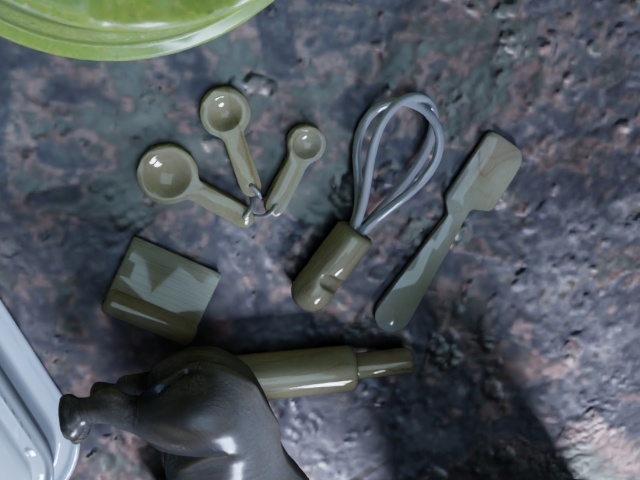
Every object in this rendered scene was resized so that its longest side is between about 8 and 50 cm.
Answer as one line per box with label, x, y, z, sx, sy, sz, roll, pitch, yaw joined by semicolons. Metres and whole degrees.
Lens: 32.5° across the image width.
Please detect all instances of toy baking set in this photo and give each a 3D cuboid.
toy baking set;-0.002;0.007;0.663;0.256;0.030;0.196;0;109;-12

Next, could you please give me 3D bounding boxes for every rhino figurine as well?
rhino figurine;-0.055;0.155;0.667;0.106;0.073;0.243;-15;128;13

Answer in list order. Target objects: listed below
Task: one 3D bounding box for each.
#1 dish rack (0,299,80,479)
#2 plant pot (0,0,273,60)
dish rack;-0.320;0.081;0.601;0.286;0.072;0.332;-28;113;-3
plant pot;-0.085;-0.192;0.457;0.276;0.254;0.276;-4;109;-11
